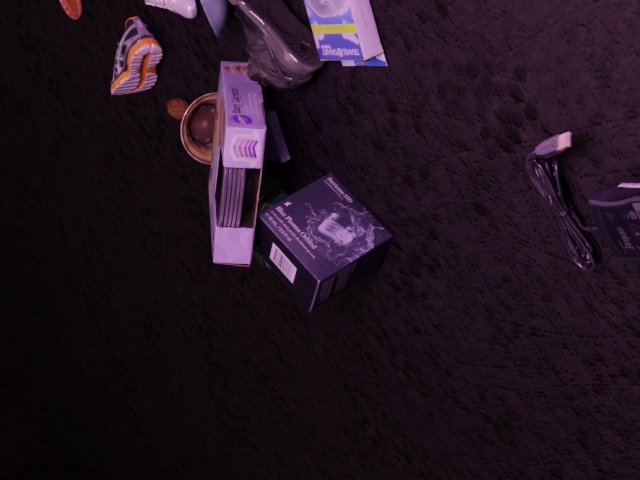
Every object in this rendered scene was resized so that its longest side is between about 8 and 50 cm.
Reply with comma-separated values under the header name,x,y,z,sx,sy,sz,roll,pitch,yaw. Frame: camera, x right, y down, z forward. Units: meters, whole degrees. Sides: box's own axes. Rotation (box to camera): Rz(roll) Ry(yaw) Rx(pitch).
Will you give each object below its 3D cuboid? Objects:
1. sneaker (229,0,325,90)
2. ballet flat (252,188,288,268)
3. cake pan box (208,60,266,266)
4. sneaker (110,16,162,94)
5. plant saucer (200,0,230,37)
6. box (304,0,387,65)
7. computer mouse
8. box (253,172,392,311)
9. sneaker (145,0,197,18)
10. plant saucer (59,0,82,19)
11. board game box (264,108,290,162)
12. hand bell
name,x,y,z,sx,sy,sz,roll,pitch,yaw
sneaker,-0.095,-0.321,1.666,0.227,0.087,0.130,51,144,4
ballet flat,-0.099,-0.031,1.954,0.074,0.074,0.203,43,149,27
cake pan box,-0.135,-0.125,1.745,0.267,0.070,0.246,-102,16,-56
sneaker,-0.353,-0.343,2.064,0.215,0.084,0.083,-42,66,57
plant saucer,-0.177,-0.413,1.703,0.195,0.037,0.195,-20,-90,-87
box,0.026,-0.322,1.526,0.109,0.042,0.178,13,126,53
computer mouse,0.345,-0.055,1.264,0.184,0.060,0.262,59,163,-8
box,0.000,0.000,1.735,0.156,0.158,0.093,47,149,20
sneaker,-0.269,-0.417,1.875,0.152,0.061,0.054,38,142,31
plant saucer,-0.509,-0.492,2.223,0.083,0.013,0.083,38,145,33
board game box,-0.096,-0.180,1.862,0.090,0.020,0.090,14,128,52
hand bell,-0.232,-0.223,1.977,0.242,0.126,0.126,32,142,59
